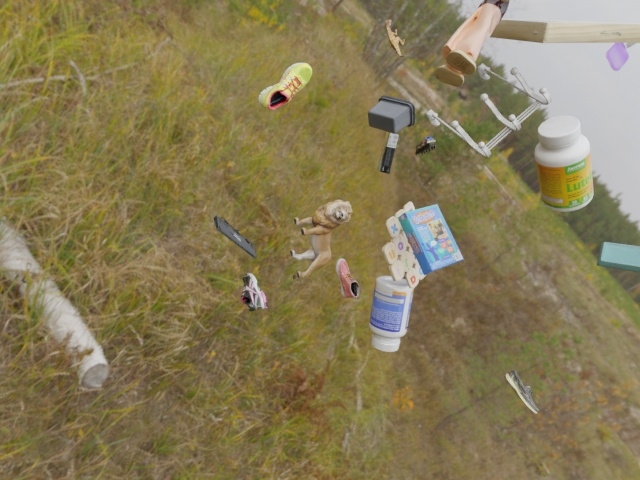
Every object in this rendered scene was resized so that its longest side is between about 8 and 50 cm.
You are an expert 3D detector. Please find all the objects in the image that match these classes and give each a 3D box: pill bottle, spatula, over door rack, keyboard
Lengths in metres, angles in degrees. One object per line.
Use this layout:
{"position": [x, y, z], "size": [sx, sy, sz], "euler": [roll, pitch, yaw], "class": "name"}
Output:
{"position": [0.272, 0.288, 1.874], "size": [0.152, 0.272, 0.152], "euler": [8, 12, -2], "class": "pill bottle"}
{"position": [0.672, -0.212, 1.324], "size": [0.136, 0.136, 0.246], "euler": [-93, 159, -52], "class": "pill bottle"}
{"position": [1.071, -0.683, 1.595], "size": [0.084, 0.296, 0.030], "euler": [49, 2, -20], "class": "spatula"}
{"position": [0.477, -0.407, 1.423], "size": [0.108, 0.239, 0.324], "euler": [43, 9, -37], "class": "over door rack"}
{"position": [-0.291, -0.007, 1.594], "size": [0.192, 0.038, 0.100], "euler": [44, 16, -38], "class": "keyboard"}

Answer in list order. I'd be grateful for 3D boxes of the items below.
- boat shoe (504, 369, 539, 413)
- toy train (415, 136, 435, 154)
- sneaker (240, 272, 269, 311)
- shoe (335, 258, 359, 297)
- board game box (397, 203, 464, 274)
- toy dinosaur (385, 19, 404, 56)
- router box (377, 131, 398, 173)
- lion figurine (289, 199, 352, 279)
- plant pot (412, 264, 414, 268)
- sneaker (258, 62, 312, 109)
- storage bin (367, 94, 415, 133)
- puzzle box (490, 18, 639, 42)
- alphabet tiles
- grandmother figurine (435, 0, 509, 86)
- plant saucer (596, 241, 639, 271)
{"position": [0.680, 0.503, 1.596], "size": [0.152, 0.049, 0.056], "euler": [56, 12, 30], "class": "boat shoe"}
{"position": [0.300, -0.272, 1.372], "size": [0.158, 0.027, 0.036], "euler": [-131, -146, -86], "class": "toy train"}
{"position": [-0.249, 0.182, 1.682], "size": [0.178, 0.077, 0.072], "euler": [46, -29, 51], "class": "sneaker"}
{"position": [0.123, 0.166, 2.097], "size": [0.063, 0.081, 0.178], "euler": [-12, 93, -35], "class": "shoe"}
{"position": [0.365, -0.007, 1.580], "size": [0.160, 0.047, 0.211], "euler": [-14, 76, -33], "class": "board game box"}
{"position": [0.318, -0.835, 2.036], "size": [0.112, 0.064, 0.212], "euler": [1, 64, -55], "class": "toy dinosaur"}
{"position": [0.310, -0.404, 2.199], "size": [0.045, 0.179, 0.133], "euler": [11, 14, -3], "class": "router box"}
{"position": [0.000, 0.000, 2.120], "size": [0.240, 0.393, 0.142], "euler": [-10, 40, -30], "class": "lion figurine"}
{"position": [0.412, 0.030, 2.176], "size": [0.237, 0.237, 0.110], "euler": [24, 39, -42], "class": "plant pot"}
{"position": [-0.105, -0.497, 1.571], "size": [0.081, 0.208, 0.094], "euler": [44, 11, -36], "class": "sneaker"}
{"position": [0.218, -0.387, 1.514], "size": [0.135, 0.098, 0.091], "euler": [28, 55, 35], "class": "storage bin"}
{"position": [0.708, -0.601, 1.369], "size": [0.408, 0.052, 0.272], "euler": [-7, 28, -17], "class": "puzzle box"}
{"position": [0.324, 0.017, 1.731], "size": [0.284, 0.021, 0.278], "euler": [-39, 113, -36], "class": "alphabet tiles"}
{"position": [0.404, -0.548, 1.160], "size": [0.104, 0.343, 0.208], "euler": [34, -14, -11], "class": "grandmother figurine"}
{"position": [0.733, 0.043, 1.070], "size": [0.067, 0.191, 0.018], "euler": [-63, 145, -26], "class": "plant saucer"}
